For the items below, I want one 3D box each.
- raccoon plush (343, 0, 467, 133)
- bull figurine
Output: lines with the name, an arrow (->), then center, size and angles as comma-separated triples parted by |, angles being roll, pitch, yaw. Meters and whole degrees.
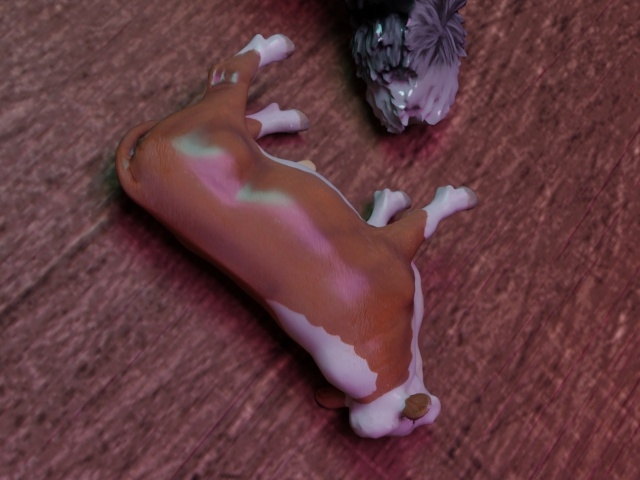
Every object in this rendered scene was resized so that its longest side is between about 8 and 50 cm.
raccoon plush -> -0.059, -0.310, 1.049 | 0.216, 0.299, 0.446 | -16, 113, -45
bull figurine -> 0.000, 0.000, 0.976 | 0.310, 0.101, 0.188 | 42, 56, -11
